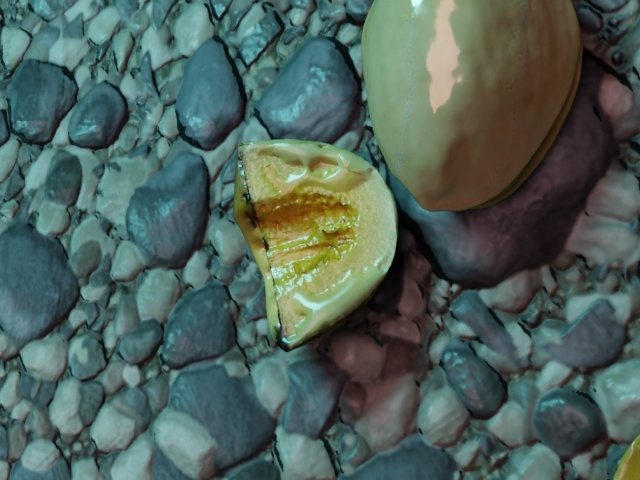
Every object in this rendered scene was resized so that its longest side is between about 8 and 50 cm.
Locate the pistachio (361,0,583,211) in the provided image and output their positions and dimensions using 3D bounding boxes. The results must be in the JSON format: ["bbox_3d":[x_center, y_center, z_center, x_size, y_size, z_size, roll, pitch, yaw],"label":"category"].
[{"bbox_3d":[0.100,-0.120,0.512,0.145,0.117,0.201,-2,85,23],"label":"pistachio"}]

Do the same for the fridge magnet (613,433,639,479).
[{"bbox_3d":[0.242,0.164,0.436,0.143,0.063,0.143,-5,79,27],"label":"fridge magnet"}]

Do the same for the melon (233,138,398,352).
[{"bbox_3d":[0.000,0.000,0.583,0.128,0.079,0.160,-15,76,7],"label":"melon"}]
